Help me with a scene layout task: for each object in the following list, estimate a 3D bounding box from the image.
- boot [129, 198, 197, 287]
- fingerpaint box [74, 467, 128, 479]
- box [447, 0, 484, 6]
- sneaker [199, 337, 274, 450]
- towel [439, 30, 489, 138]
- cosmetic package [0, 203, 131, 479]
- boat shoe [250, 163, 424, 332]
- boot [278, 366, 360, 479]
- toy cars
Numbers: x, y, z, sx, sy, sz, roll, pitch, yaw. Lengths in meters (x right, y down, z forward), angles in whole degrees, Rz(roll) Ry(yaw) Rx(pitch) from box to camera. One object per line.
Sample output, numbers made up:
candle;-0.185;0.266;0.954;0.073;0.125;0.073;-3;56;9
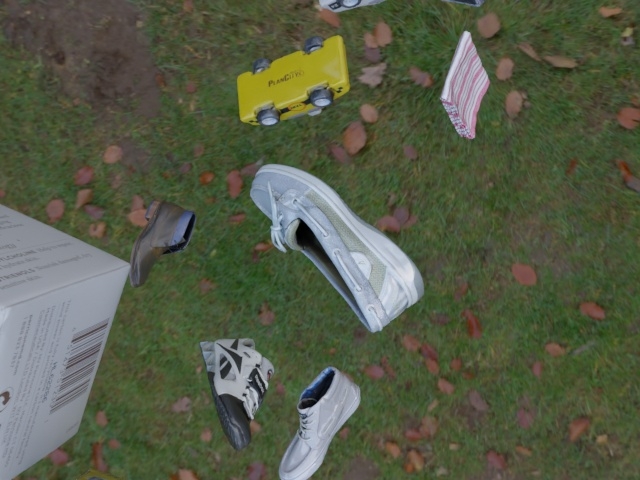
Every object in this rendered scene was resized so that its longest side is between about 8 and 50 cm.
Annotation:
boot;-0.364;0.011;1.758;0.106;0.082;0.219;10;74;13
fingerpaint box;-0.384;0.570;1.162;0.163;0.445;0.370;22;76;-4
box;0.139;-0.355;0.579;0.216;0.060;0.270;-39;125;-8
sneaker;-0.164;0.303;1.620;0.146;0.330;0.122;-13;121;-10
towel;0.287;-0.298;1.486;0.029;0.197;0.144;14;80;26
cosmetic package;-0.564;0.130;1.121;0.394;0.327;0.329;22;104;10
boat shoe;0.001;0.002;1.084;0.103;0.118;0.320;-39;62;-21
boot;-0.025;0.387;1.621;0.258;0.095;0.123;-54;133;-16
toy cars;0.031;-0.315;1.141;0.176;0.087;0.393;41;100;31
